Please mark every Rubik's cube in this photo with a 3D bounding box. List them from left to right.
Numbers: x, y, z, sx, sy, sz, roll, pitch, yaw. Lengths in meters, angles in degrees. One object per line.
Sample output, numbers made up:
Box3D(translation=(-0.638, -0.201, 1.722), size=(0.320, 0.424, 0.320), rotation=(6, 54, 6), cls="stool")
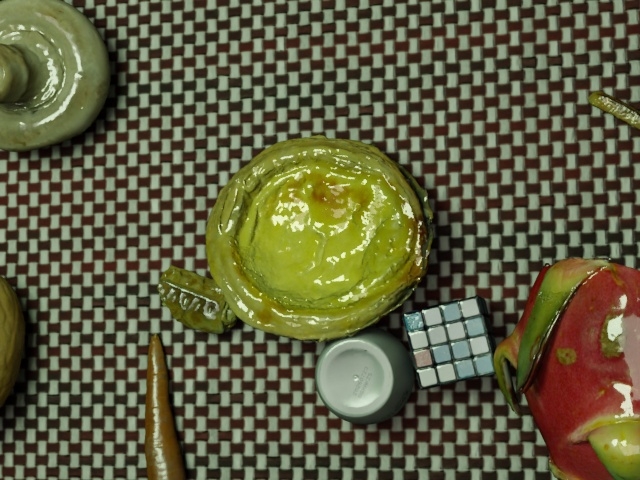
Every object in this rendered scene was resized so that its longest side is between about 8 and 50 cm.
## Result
Box3D(translation=(0.156, 0.120, 1.302), size=(0.092, 0.092, 0.092), rotation=(-15, 82, 11), cls="Rubik's cube")

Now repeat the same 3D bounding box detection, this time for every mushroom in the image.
Box3D(translation=(-0.386, -0.215, 1.411), size=(0.206, 0.209, 0.206), rotation=(-7, 79, 38), cls="mushroom")

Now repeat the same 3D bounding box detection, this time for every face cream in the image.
Box3D(translation=(0.050, 0.160, 1.315), size=(0.117, 0.104, 0.117), rotation=(-1, 84, 12), cls="face cream")

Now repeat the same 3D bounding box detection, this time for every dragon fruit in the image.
Box3D(translation=(0.327, 0.174, 1.153), size=(0.305, 0.305, 0.225), rotation=(19, 79, 14), cls="dragon fruit")

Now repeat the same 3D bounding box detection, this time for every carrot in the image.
Box3D(translation=(-0.201, 0.223, 1.401), size=(0.048, 0.048, 0.216), rotation=(-11, 77, 11), cls="carrot")

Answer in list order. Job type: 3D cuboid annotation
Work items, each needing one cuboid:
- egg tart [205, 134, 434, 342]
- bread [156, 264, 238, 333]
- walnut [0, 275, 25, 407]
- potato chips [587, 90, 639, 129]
Box3D(translation=(0.000, 0.000, 1.336), size=(0.279, 0.095, 0.278), rotation=(-4, 68, 9), cls="egg tart")
Box3D(translation=(-0.152, 0.078, 1.395), size=(0.110, 0.060, 0.066), rotation=(21, 60, 13), cls="bread")
Box3D(translation=(-0.471, 0.136, 1.399), size=(0.193, 0.193, 0.225), rotation=(17, 86, 14), cls="walnut")
Box3D(translation=(0.403, -0.117, 1.306), size=(0.204, 0.026, 0.037), rotation=(39, 107, 12), cls="potato chips")
